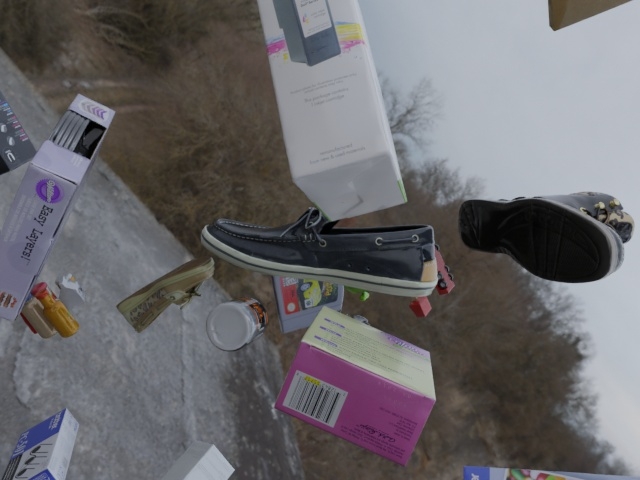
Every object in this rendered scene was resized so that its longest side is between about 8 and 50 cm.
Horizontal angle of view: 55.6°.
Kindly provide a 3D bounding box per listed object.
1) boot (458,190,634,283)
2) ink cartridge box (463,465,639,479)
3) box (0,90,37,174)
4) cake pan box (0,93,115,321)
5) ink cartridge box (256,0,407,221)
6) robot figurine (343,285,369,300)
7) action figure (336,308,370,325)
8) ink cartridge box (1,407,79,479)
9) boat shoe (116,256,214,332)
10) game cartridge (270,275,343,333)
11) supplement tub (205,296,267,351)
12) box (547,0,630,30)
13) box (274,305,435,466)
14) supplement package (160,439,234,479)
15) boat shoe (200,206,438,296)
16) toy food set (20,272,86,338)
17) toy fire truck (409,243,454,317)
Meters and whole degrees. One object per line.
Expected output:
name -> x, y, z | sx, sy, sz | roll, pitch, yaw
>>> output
boot -> 0.475, -0.019, 1.142 | 0.377, 0.284, 0.138 | -163, -109, -66
ink cartridge box -> 0.309, 0.422, 0.858 | 0.186, 0.311, 0.065 | -73, 152, -47
box -> -0.903, -0.296, 1.580 | 0.143, 0.165, 0.270 | -74, 143, -63
cake pan box -> -0.389, -0.057, 0.872 | 0.070, 0.267, 0.246 | 25, 29, -22
ink cartridge box -> 0.009, -0.224, 0.786 | 0.207, 0.119, 0.353 | 43, 34, -72
robot figurine -> 0.098, 0.089, 1.432 | 0.067, 0.115, 0.101 | -21, 92, -38
action figure -> 0.063, 0.264, 1.305 | 0.099, 0.185, 0.285 | 13, 12, -33
ink cartridge box -> -0.479, 0.373, 1.035 | 0.046, 0.097, 0.207 | 62, -7, -17
boat shoe -> -0.333, 0.120, 1.357 | 0.089, 0.285, 0.104 | 60, 31, -6
game cartridge -> -0.034, 0.119, 1.679 | 0.060, 0.196, 0.294 | -126, -157, -52
supplement tub -> -0.197, 0.200, 1.483 | 0.117, 0.117, 0.190 | 61, 7, 4
box -> 0.400, -0.407, 0.853 | 0.201, 0.164, 0.021 | 54, 21, -53
box -> 0.063, 0.225, 0.995 | 0.213, 0.117, 0.243 | 23, 9, 5
supplement package -> -0.335, 0.631, 1.588 | 0.179, 0.105, 0.105 | -46, 112, -35
boat shoe -> 0.000, 0.000, 1.261 | 0.187, 0.500, 0.156 | -47, 145, -76
toy food set -> -0.564, 0.115, 1.250 | 0.104, 0.111, 0.232 | 67, -6, -29
toy fire truck -> 0.270, 0.100, 1.572 | 0.047, 0.135, 0.192 | -38, 105, -47
